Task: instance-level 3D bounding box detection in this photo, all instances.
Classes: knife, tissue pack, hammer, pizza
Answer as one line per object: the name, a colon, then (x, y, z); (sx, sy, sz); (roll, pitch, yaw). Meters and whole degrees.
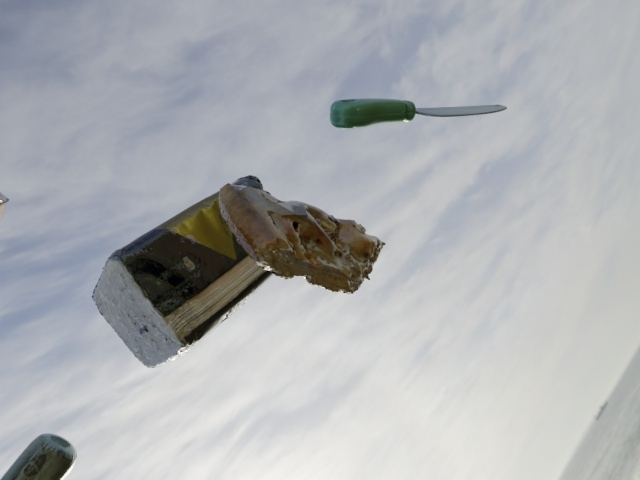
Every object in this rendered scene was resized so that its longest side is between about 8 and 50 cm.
knife: (0.139, -0.169, 0.637); (0.260, 0.063, 0.034); (-6, -68, -13)
tissue pack: (-0.270, 0.063, 1.140); (0.416, 0.253, 0.264); (-39, 3, -42)
hammer: (-0.341, 0.358, 0.662); (0.116, 0.194, 0.069); (-55, -11, -18)
pizza: (0.000, 0.000, 0.723); (0.297, 0.189, 0.071); (19, -66, -34)

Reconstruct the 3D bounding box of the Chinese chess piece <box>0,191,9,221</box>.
Chinese chess piece: (-0.523, -0.081, 0.579); (0.112, 0.270, 0.270); (-56, -34, -9)
